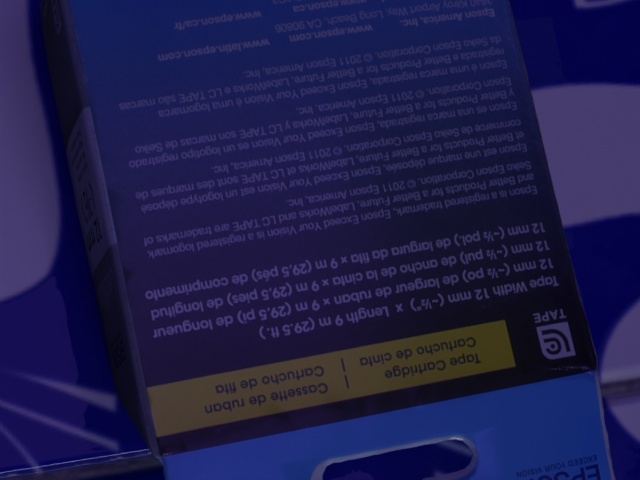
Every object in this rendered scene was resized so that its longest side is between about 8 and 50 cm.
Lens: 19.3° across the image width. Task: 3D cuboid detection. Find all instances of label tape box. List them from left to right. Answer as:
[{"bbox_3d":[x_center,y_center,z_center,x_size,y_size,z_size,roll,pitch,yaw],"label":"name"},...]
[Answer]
[{"bbox_3d":[0.000,0.000,1.041,0.249,0.115,0.347,-10,82,-16],"label":"label tape box"}]
